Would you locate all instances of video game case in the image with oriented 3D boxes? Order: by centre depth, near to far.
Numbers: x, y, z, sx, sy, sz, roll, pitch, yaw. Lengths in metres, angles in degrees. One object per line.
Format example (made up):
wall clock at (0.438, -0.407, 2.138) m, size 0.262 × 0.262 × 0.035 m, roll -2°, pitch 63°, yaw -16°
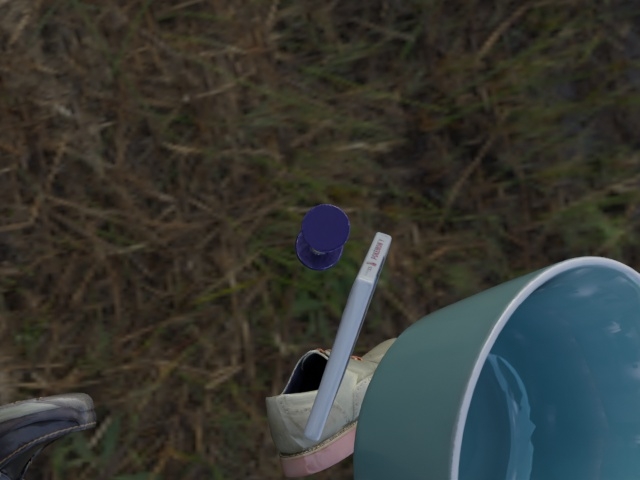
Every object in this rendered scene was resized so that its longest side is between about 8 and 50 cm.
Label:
video game case at (0.032, 0.107, 1.669) m, size 0.183 × 0.023 × 0.201 m, roll -61°, pitch 170°, yaw -71°

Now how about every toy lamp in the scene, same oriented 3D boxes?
toy lamp at (0.000, 0.000, 2.205) m, size 0.080 × 0.275 × 0.080 m, roll 0°, pitch 82°, yaw -1°

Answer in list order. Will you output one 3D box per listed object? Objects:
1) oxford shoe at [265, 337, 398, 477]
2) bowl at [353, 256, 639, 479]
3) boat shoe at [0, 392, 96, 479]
oxford shoe at (0.047, 0.224, 2.303) m, size 0.397 × 0.140 × 0.146 m, roll -37°, pitch 107°, yaw -57°
bowl at (0.142, 0.165, 1.112) m, size 0.311 × 0.163 × 0.312 m, roll -1°, pitch 92°, yaw -45°
boat shoe at (-0.417, 0.289, 1.790) m, size 0.132 × 0.355 × 0.130 m, roll -2°, pitch 69°, yaw -68°
